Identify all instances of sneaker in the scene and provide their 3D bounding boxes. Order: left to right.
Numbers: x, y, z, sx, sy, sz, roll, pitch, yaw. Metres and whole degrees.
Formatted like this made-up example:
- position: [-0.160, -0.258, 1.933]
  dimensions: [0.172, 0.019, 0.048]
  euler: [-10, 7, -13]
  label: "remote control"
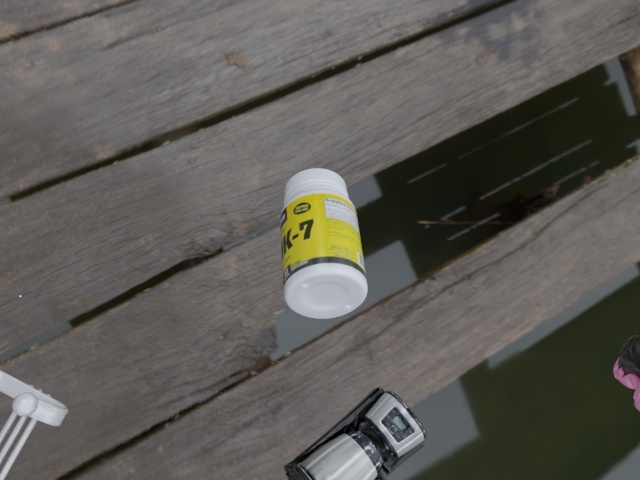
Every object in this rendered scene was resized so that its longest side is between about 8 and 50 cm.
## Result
- position: [0.174, 0.052, 0.343]
  dimensions: [0.047, 0.119, 0.057]
  euler: [8, 92, 14]
  label: "sneaker"

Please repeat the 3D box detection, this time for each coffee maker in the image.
- position: [0.043, 0.298, 1.005]
  dimensions: [0.178, 0.171, 0.120]
  euler: [-35, 105, -21]
  label: "coffee maker"

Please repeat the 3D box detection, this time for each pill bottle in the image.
- position: [0.000, 0.000, 1.047]
  dimensions: [0.119, 0.119, 0.208]
  euler: [14, 46, -21]
  label: "pill bottle"

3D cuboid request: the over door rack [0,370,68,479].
- position: [-0.399, 0.168, 0.569]
  dimensions: [0.324, 0.108, 0.239]
  euler: [23, 76, 20]
  label: "over door rack"
